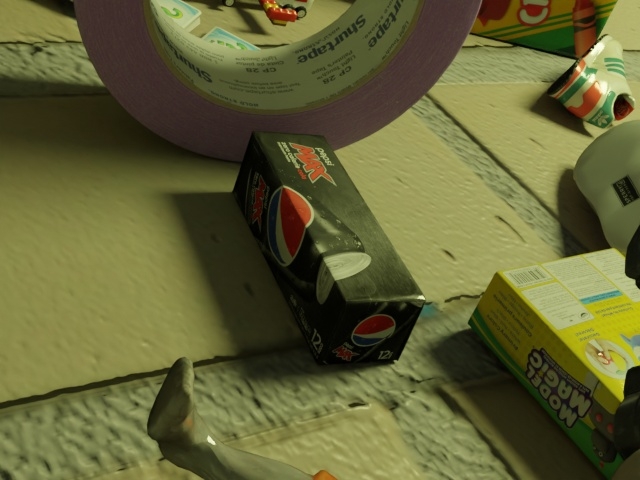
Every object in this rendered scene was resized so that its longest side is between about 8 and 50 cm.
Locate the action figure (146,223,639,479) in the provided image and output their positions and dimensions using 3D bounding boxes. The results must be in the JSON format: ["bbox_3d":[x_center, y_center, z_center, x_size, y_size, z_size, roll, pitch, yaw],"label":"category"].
[{"bbox_3d":[0.080,0.145,0.383,0.330,0.178,0.341,17,59,-16],"label":"action figure"}]

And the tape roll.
[{"bbox_3d":[-0.030,-0.188,0.673,0.274,0.275,0.090,5,38,-23],"label":"tape roll"}]

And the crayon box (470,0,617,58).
[{"bbox_3d":[0.177,-0.322,1.038,0.318,0.202,0.081,8,37,-18],"label":"crayon box"}]

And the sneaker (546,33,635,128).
[{"bbox_3d":[0.286,-0.156,1.014,0.075,0.057,0.161,46,36,4],"label":"sneaker"}]

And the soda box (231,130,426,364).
[{"bbox_3d":[0.000,0.000,0.631,0.060,0.053,0.169,0,40,-29],"label":"soda box"}]

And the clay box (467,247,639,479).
[{"bbox_3d":[0.209,0.100,0.614,0.127,0.053,0.222,-8,46,-37],"label":"clay box"}]

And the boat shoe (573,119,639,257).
[{"bbox_3d":[0.258,-0.025,0.804,0.070,0.077,0.219,52,25,-21],"label":"boat shoe"}]

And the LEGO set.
[{"bbox_3d":[-0.105,-0.239,0.896,0.182,0.060,0.244,29,34,2],"label":"LEGO set"}]
